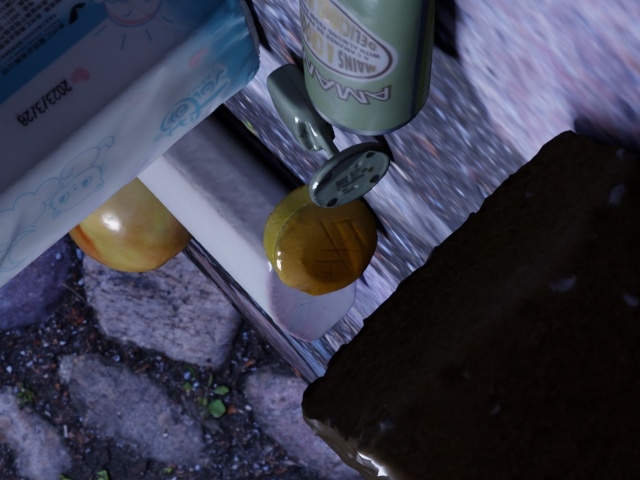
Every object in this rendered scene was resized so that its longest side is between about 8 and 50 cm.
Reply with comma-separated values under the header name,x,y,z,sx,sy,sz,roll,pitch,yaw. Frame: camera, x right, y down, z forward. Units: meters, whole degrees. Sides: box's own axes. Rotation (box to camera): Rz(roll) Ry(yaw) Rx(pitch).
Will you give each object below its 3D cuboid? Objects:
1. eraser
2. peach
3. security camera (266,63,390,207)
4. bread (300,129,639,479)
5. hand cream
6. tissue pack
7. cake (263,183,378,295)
name,x,y,z,sx,sy,sz,roll,pitch,yaw
eraser,-0.090,-0.042,1.518,0.270,0.095,0.174,46,173,28
peach,-0.236,-0.045,2.122,0.184,0.184,0.184,48,173,8
security camera,-0.001,-0.070,1.043,0.092,0.058,0.058,59,179,28
bread,0.171,0.160,0.719,0.416,0.165,0.113,52,167,-21
hand cream,0.016,-0.111,0.677,0.086,0.055,0.235,44,165,19
tissue pack,-0.195,-0.107,1.081,0.201,0.271,0.124,45,170,26
cake,0.000,0.000,1.237,0.084,0.084,0.044,54,173,-38
